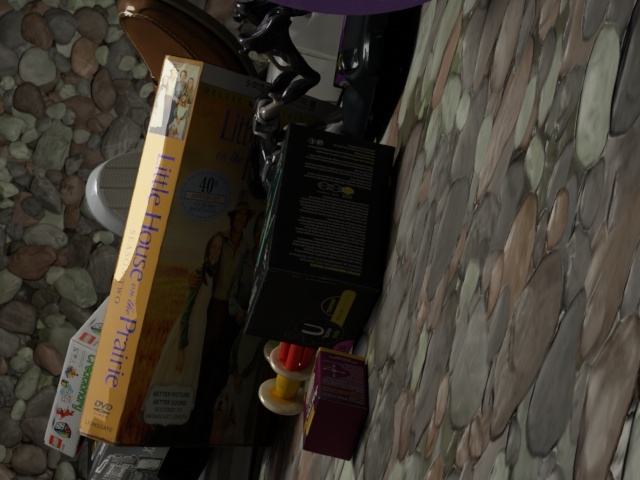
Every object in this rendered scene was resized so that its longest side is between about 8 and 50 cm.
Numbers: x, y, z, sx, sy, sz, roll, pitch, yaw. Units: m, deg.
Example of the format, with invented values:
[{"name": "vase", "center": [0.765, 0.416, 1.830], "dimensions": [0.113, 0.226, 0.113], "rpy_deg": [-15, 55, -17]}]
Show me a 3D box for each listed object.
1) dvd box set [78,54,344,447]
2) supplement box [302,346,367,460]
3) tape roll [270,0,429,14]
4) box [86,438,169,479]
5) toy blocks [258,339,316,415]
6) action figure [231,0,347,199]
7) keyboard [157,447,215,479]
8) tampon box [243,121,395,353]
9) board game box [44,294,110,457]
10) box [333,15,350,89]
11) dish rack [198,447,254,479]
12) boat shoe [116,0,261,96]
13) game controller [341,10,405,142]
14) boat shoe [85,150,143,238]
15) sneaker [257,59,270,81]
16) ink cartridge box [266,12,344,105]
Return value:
[{"name": "dvd box set", "center": [-0.111, 0.025, 1.932], "dimensions": [0.308, 0.062, 0.420], "rpy_deg": [13, -89, -58]}, {"name": "supplement box", "center": [0.012, 0.135, 1.419], "dimensions": [0.083, 0.043, 0.055], "rpy_deg": [-91, 16, -64]}, {"name": "tape roll", "center": [0.014, -0.290, 1.211], "dimensions": [0.275, 0.275, 0.090], "rpy_deg": [110, 172, -50]}, {"name": "box", "center": [-0.198, 0.160, 2.158], "dimensions": [0.307, 0.077, 0.242], "rpy_deg": [-64, 10, 5]}, {"name": "toy blocks", "center": [-0.020, 0.087, 1.765], "dimensions": [0.123, 0.054, 0.148], "rpy_deg": [-86, 11, -53]}, {"name": "action figure", "center": [-0.016, -0.121, 1.817], "dimensions": [0.164, 0.141, 0.275], "rpy_deg": [-115, 17, -68]}, {"name": "keyboard", "center": [-0.146, 0.169, 2.260], "dimensions": [0.317, 0.033, 0.201], "rpy_deg": [-60, 38, 8]}, {"name": "tampon box", "center": [0.000, 0.000, 1.538], "dimensions": [0.120, 0.101, 0.161], "rpy_deg": [111, 169, -56]}, {"name": "board game box", "center": [-0.270, 0.134, 2.346], "dimensions": [0.305, 0.053, 0.193], "rpy_deg": [-55, -13, -53]}, {"name": "box", "center": [0.050, -0.261, 1.926], "dimensions": [0.162, 0.029, 0.116], "rpy_deg": [115, 167, -55]}, {"name": "dish rack", "center": [-0.153, 0.393, 2.278], "dimensions": [0.332, 0.072, 0.285], "rpy_deg": [-85, 11, -45]}, {"name": "boat shoe", "center": [-0.135, -0.171, 1.972], "dimensions": [0.111, 0.307, 0.104], "rpy_deg": [9, 65, 45]}, {"name": "game controller", "center": [0.069, -0.256, 1.732], "dimensions": [0.166, 0.067, 0.319], "rpy_deg": [85, -167, -59]}, {"name": "boat shoe", "center": [-0.161, -0.030, 2.091], "dimensions": [0.119, 0.335, 0.121], "rpy_deg": [-16, 72, 44]}, {"name": "sneaker", "center": [-0.057, -0.204, 2.484], "dimensions": [0.234, 0.106, 0.078], "rpy_deg": [110, 172, -51]}, {"name": "ink cartridge box", "center": [-0.014, -0.234, 2.219], "dimensions": [0.219, 0.093, 0.160], "rpy_deg": [113, 168, -57]}]
